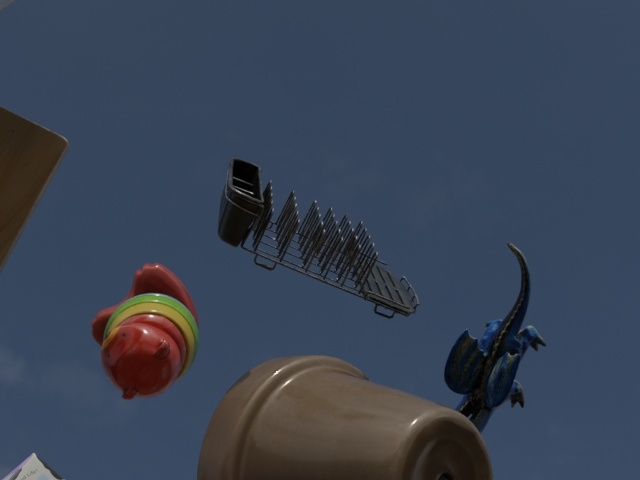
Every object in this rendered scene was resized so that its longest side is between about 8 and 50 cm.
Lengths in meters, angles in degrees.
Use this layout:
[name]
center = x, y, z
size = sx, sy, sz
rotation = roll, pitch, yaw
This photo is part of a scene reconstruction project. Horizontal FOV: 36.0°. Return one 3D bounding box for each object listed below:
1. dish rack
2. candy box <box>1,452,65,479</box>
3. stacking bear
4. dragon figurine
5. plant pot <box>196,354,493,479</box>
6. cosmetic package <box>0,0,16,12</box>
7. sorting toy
[dish rack]
center = 0.000, 0.000, 1.193
size = 0.271, 0.208, 0.074
rotation = 24, -77, -10
[candy box]
center = -0.225, 0.294, 0.866
size = 0.196, 0.070, 0.165
rotation = 44, -41, -7
[stacking bear]
center = -0.273, 0.163, 1.548
size = 0.164, 0.289, 0.175
rotation = 43, -87, -10
[dragon figurine]
center = 0.210, 0.156, 1.222
size = 0.085, 0.144, 0.289
rotation = 23, -71, 25
[plant pot]
center = 0.042, 0.247, 1.001
size = 0.229, 0.263, 0.263
rotation = -9, -54, 47
[cosmetic package]
center = -0.465, -0.446, 1.322
size = 0.230, 0.453, 0.162
rotation = 13, -50, 14
[sorting toy]
center = -0.546, -0.085, 1.483
size = 0.255, 0.089, 0.257
rotation = 26, -100, 0
